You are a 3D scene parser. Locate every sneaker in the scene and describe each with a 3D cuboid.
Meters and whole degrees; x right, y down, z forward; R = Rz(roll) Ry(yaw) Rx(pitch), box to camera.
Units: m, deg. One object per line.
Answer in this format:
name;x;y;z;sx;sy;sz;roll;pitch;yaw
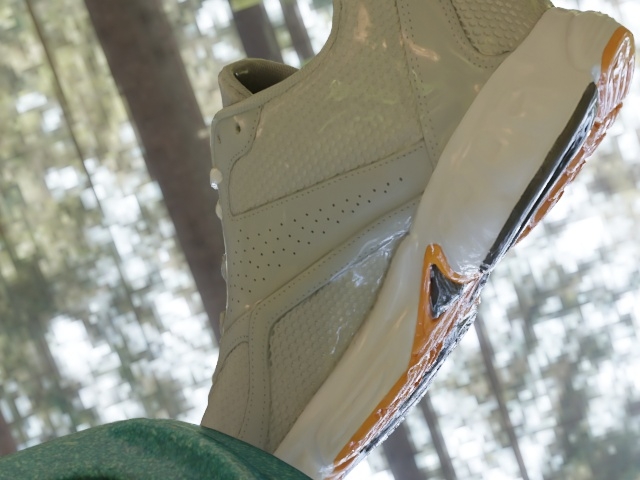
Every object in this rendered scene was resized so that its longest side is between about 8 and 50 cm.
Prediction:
sneaker;0.000;0.000;0.630;0.262;0.121;0.099;-58;168;27

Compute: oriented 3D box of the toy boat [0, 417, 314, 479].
toy boat;-0.143;0.107;0.536;0.318;0.148;0.267;22;-144;37
